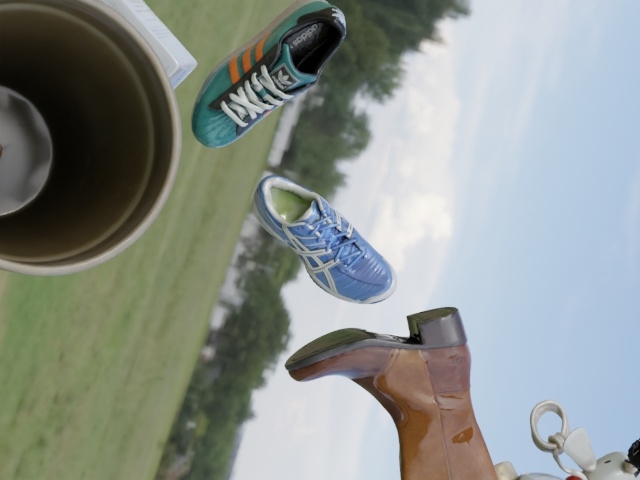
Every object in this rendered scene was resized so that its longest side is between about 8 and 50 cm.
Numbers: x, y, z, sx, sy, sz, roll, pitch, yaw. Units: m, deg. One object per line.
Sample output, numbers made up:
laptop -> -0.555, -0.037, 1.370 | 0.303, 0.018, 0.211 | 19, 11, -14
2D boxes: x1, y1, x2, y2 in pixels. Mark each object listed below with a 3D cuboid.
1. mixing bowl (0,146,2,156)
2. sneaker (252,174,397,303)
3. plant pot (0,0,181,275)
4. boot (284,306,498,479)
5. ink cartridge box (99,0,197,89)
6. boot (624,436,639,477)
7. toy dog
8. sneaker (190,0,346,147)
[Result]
mixing bowl -> -0.489, -0.105, 2.189 | 0.181, 0.181, 0.098 | 110, -23, -44
sneaker -> 0.000, 0.000, 1.447 | 0.080, 0.211, 0.081 | -52, 170, -12
plant pot -> -0.362, -0.118, 1.448 | 0.280, 0.323, 0.323 | -4, -114, 63
boot -> 0.102, 0.255, 1.731 | 0.096, 0.264, 0.280 | -153, -129, -75
ink cartridge box -> -0.435, -0.319, 1.964 | 0.308, 0.385, 0.091 | -41, 178, 18
boot -> 0.429, 0.246, 1.477 | 0.121, 0.099, 0.045 | -49, -140, 6
toy dog -> 0.381, 0.380, 1.892 | 0.333, 0.220, 0.161 | -37, 174, -37
sneaker -> -0.082, -0.255, 1.897 | 0.302, 0.108, 0.121 | -46, -154, 4
